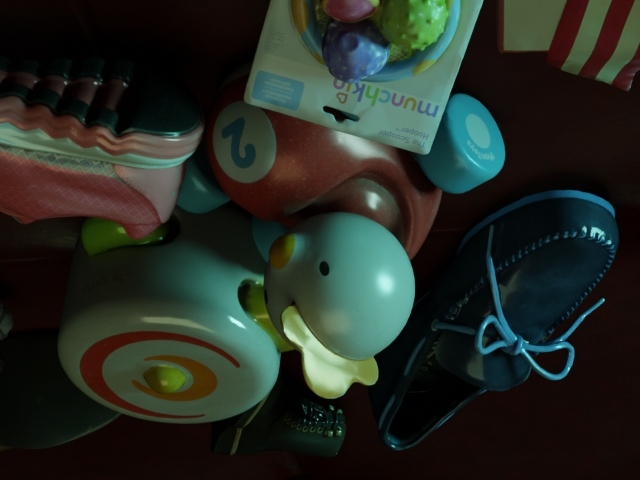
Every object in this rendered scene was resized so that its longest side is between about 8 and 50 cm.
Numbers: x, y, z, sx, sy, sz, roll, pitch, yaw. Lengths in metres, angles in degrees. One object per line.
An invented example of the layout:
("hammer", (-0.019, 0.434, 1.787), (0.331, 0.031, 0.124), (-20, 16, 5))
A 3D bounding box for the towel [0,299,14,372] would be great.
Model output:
("towel", (-0.458, 0.072, 1.420), (0.283, 0.121, 0.235), (-16, 138, 27))

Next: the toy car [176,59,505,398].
("toy car", (0.000, 0.000, 1.165), (0.219, 0.238, 0.210), (-27, 133, 36))

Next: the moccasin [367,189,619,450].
("moccasin", (0.154, 0.085, 1.363), (0.137, 0.117, 0.342), (17, 142, -15))

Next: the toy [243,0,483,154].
("toy", (0.040, -0.166, 1.015), (0.136, 0.056, 0.237), (16, 118, -3))

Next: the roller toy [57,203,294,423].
("roller toy", (-0.124, 0.068, 1.349), (0.209, 0.146, 0.191), (16, 143, -15))

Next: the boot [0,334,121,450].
("boot", (-0.305, 0.164, 1.573), (0.305, 0.112, 0.115), (-16, 169, 20))

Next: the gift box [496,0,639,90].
("gift box", (0.212, -0.229, 0.811), (0.255, 0.258, 0.276), (-3, 142, 11))

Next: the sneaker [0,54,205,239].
("sneaker", (-0.249, -0.072, 1.161), (0.313, 0.116, 0.136), (13, 126, 0))

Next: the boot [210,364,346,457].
("boot", (-0.025, 0.163, 1.542), (0.137, 0.077, 0.198), (8, 157, -12))
